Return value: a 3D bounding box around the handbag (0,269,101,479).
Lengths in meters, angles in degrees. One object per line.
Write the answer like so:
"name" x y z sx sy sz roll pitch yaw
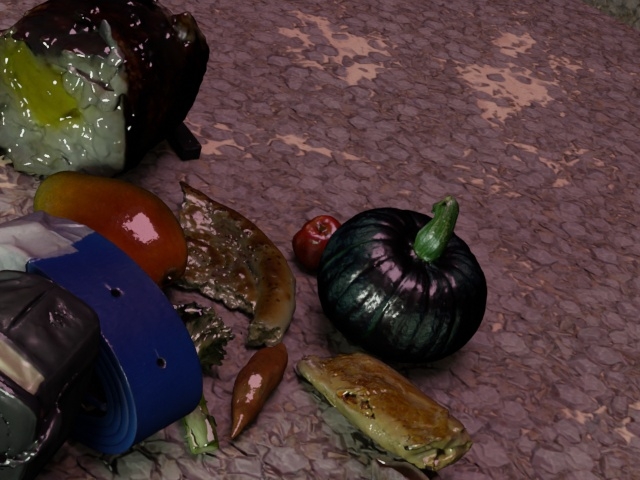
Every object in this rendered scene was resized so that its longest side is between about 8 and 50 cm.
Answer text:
"handbag" -0.350 0.169 1.178 0.181 0.254 0.181 29 37 1

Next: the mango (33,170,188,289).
"mango" -0.310 -0.020 1.590 0.289 0.129 0.146 20 58 29

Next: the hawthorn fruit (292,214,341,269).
"hawthorn fruit" 0.000 0.000 1.709 0.093 0.093 0.093 10 34 -7

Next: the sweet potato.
"sweet potato" -0.086 0.191 1.432 0.056 0.056 0.195 20 39 8

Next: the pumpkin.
"pumpkin" 0.126 0.039 1.561 0.248 0.248 0.248 10 34 -7

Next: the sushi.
"sushi" -0.357 -0.260 1.786 0.299 0.281 0.294 9 31 19

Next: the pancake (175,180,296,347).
"pancake" -0.142 0.026 1.650 0.197 0.054 0.376 -10 40 -31

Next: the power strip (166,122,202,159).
"power strip" -0.244 -0.179 1.931 0.038 0.029 0.111 -8 42 -32

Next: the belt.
"belt" -0.298 0.104 1.331 0.347 0.212 0.117 34 39 27

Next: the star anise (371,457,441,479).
"star anise" 0.127 0.335 1.283 0.212 0.073 0.197 25 31 20

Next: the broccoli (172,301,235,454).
"broccoli" -0.165 0.175 1.398 0.122 0.118 0.204 26 38 -43

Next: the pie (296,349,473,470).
"pie" 0.077 0.208 1.425 0.129 0.068 0.282 -4 22 -30
